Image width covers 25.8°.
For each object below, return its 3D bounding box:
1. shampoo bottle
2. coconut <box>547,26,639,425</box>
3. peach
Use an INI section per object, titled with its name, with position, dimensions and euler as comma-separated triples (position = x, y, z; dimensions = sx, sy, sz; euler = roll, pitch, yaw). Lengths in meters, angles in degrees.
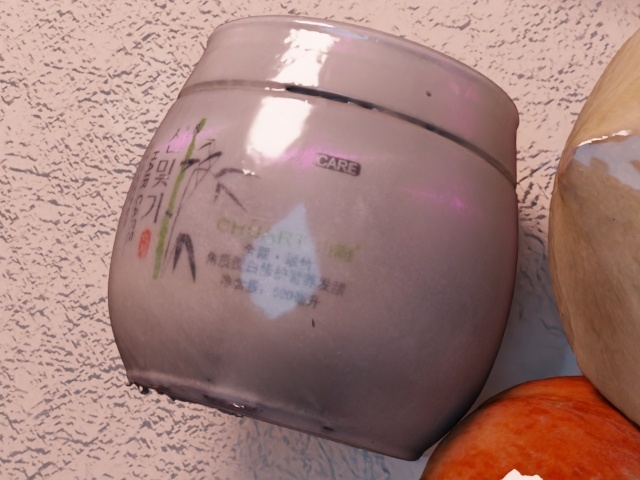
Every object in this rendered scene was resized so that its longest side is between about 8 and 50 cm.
[shampoo bottle]
position = 0.000, 0.000, 0.960
dimensions = 0.273, 0.273, 0.266
euler = 10, 80, 20
[coconut]
position = 0.269, -0.016, 0.840
dimensions = 0.328, 0.329, 0.329
euler = -3, 80, 18
[peach]
position = 0.185, 0.210, 0.890
dimensions = 0.256, 0.232, 0.232
euler = 19, 87, 29
